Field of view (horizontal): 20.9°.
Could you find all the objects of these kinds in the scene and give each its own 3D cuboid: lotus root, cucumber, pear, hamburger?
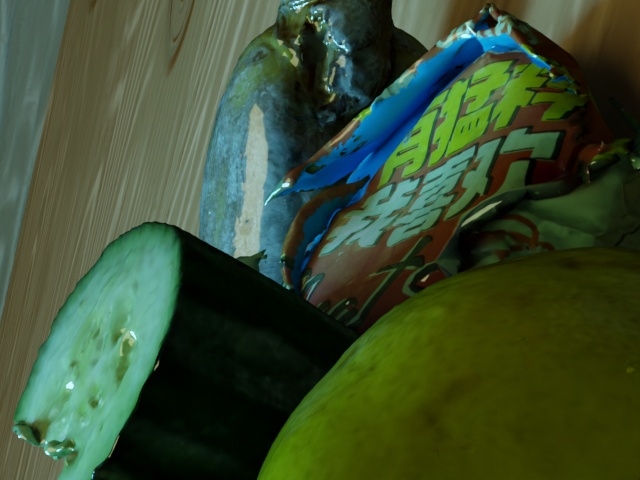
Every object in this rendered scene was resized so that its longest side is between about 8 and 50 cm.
[{"bbox_3d":[0.001,0.000,1.169,0.175,0.175,0.349,-165,85,-72],"label":"lotus root"},{"bbox_3d":[-0.072,0.082,0.862,0.191,0.130,0.191,-35,37,31],"label":"cucumber"},{"bbox_3d":[0.093,0.142,0.682,0.375,0.287,0.287,-159,79,-81],"label":"pear"},{"bbox_3d":[0.081,0.017,0.969,0.276,0.150,0.260,-52,32,-3],"label":"hamburger"}]
